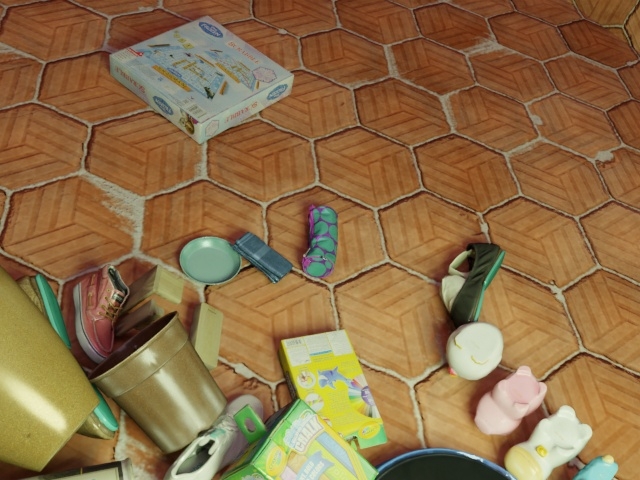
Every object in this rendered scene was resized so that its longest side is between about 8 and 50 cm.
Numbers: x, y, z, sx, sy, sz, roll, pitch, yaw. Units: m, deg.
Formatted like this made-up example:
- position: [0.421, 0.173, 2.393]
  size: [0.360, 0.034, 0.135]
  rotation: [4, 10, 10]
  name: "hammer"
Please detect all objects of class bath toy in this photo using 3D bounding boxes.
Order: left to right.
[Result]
- position: [0.338, 0.302, 1.180]
  size: [0.151, 0.129, 0.348]
  rotation: [-29, 61, -14]
  name: "bath toy"

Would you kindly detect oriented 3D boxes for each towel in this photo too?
- position: [-0.114, 0.033, 1.344]
  size: [0.119, 0.029, 0.067]
  rotation: [37, 32, 7]
  name: "towel"

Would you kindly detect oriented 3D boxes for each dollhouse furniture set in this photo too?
- position: [-0.274, 0.157, 1.208]
  size: [0.151, 0.123, 0.144]
  rotation: [34, 39, -33]
  name: "dollhouse furniture set"

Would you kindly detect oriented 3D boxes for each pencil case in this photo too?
- position: [0.000, 0.000, 1.390]
  size: [0.070, 0.064, 0.151]
  rotation: [28, 43, -24]
  name: "pencil case"

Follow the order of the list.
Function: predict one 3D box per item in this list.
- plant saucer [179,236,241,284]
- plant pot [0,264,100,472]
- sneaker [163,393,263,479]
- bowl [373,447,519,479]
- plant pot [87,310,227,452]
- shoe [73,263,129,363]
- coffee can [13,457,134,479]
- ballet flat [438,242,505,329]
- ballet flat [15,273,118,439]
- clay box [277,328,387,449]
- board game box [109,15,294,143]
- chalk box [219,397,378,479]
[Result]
- position: [-0.215, 0.044, 1.325]
  size: [0.119, 0.021, 0.119]
  rotation: [7, 48, -8]
  name: "plant saucer"
- position: [-0.437, 0.186, 0.915]
  size: [0.254, 0.237, 0.237]
  rotation: [41, 50, -5]
  name: "plant pot"
- position: [-0.158, 0.313, 1.059]
  size: [0.080, 0.094, 0.212]
  rotation: [32, 49, 15]
  name: "sneaker"
- position: [0.198, 0.494, 1.008]
  size: [0.391, 0.077, 0.391]
  rotation: [8, 48, -9]
  name: "bowl"
- position: [-0.241, 0.224, 1.051]
  size: [0.167, 0.167, 0.165]
  rotation: [-43, 103, -38]
  name: "plant pot"
- position: [-0.371, 0.121, 1.164]
  size: [0.081, 0.063, 0.178]
  rotation: [-36, 49, 10]
  name: "shoe"
- position: [-0.370, 0.402, 0.854]
  size: [0.275, 0.201, 0.201]
  rotation: [-5, 52, -19]
  name: "coffee can"
- position: [0.297, 0.093, 1.379]
  size: [0.096, 0.095, 0.280]
  rotation: [20, 37, 16]
  name: "ballet flat"
- position: [-0.442, 0.202, 1.082]
  size: [0.124, 0.116, 0.342]
  rotation: [-32, 63, -12]
  name: "ballet flat"
- position: [0.018, 0.267, 1.173]
  size: [0.127, 0.053, 0.222]
  rotation: [-7, 53, -20]
  name: "clay box"
- position: [-0.287, -0.405, 1.665]
  size: [0.319, 0.066, 0.318]
  rotation: [39, 52, 19]
  name: "board game box"
- position: [-0.050, 0.334, 1.007]
  size: [0.213, 0.132, 0.132]
  rotation: [42, 50, 0]
  name: "chalk box"
